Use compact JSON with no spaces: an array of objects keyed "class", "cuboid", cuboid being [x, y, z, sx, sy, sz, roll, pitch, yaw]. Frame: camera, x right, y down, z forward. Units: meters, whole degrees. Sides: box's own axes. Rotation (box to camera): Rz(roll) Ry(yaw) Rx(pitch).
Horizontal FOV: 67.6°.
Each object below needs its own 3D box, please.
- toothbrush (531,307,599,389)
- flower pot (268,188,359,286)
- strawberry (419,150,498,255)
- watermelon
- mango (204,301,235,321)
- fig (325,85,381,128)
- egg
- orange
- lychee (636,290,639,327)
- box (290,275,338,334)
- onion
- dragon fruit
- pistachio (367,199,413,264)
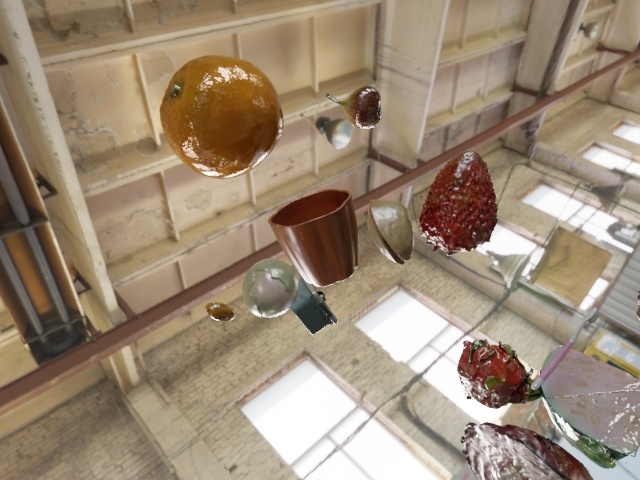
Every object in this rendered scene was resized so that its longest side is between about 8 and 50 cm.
[{"class":"toothbrush","cuboid":[0.632,0.278,1.228,0.286,0.025,0.020,-42,9,-16]},{"class":"flower pot","cuboid":[0.000,0.000,1.056,0.190,0.190,0.173,-32,-66,-32]},{"class":"strawberry","cuboid":[0.487,-0.127,1.695,0.292,0.292,0.344,-35,-49,-29]},{"class":"watermelon","cuboid":[0.733,0.479,1.286,0.292,0.319,0.222,-32,-64,-28]},{"class":"mango","cuboid":[-0.381,0.271,1.834,0.127,0.077,0.063,23,-70,-30]},{"class":"fig","cuboid":[0.139,-0.515,1.795,0.143,0.231,0.160,-32,-42,-11]},{"class":"egg","cuboid":[-0.165,0.159,1.535,0.217,0.183,0.183,-65,-11,-58]},{"class":"orange","cuboid":[-0.247,-0.309,1.206,0.312,0.312,0.312,-33,-38,-31]},{"class":"lychee","cuboid":[0.781,0.147,0.944,0.270,0.270,0.320,-48,-52,-11]},{"class":"box","cuboid":[-0.035,0.238,1.768,0.130,0.227,0.162,-38,-71,-4]},{"class":"onion","cuboid":[0.474,0.500,1.063,0.146,0.280,0.314,-30,-8,-27]},{"class":"dragon fruit","cuboid":[0.515,0.374,1.365,0.269,0.198,0.200,1,-78,-11]},{"class":"pistachio","cuboid":[0.248,-0.036,1.697,0.212,0.260,0.163,31,-60,-22]}]
